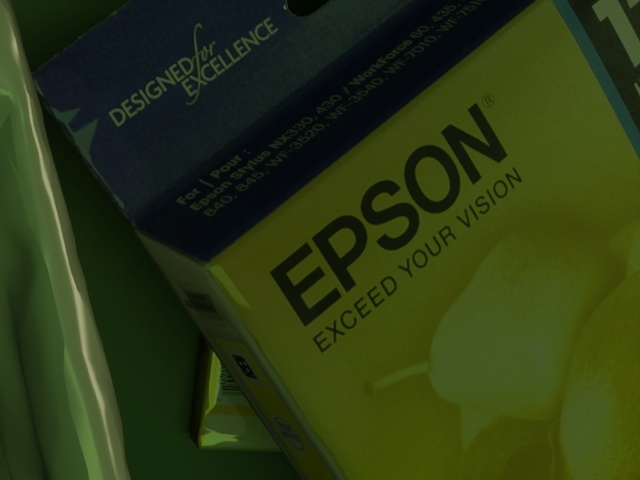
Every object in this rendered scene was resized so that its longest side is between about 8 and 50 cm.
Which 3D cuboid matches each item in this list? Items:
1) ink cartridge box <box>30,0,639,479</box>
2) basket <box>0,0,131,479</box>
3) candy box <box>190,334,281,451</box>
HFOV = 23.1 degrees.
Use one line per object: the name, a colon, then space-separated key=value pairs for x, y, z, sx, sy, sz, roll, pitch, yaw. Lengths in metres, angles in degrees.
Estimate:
ink cartridge box: x=0.085 y=-0.025 z=0.668 sx=0.303 sy=0.072 sz=0.307 roll=-40 pitch=112 yaw=-22
basket: x=-0.238 y=0.110 z=0.541 sx=0.328 sy=0.266 sz=0.331 roll=-12 pitch=87 yaw=-14
candy box: x=0.000 y=0.000 z=0.750 sx=0.105 sy=0.027 sz=0.206 roll=5 pitch=97 yaw=-21
